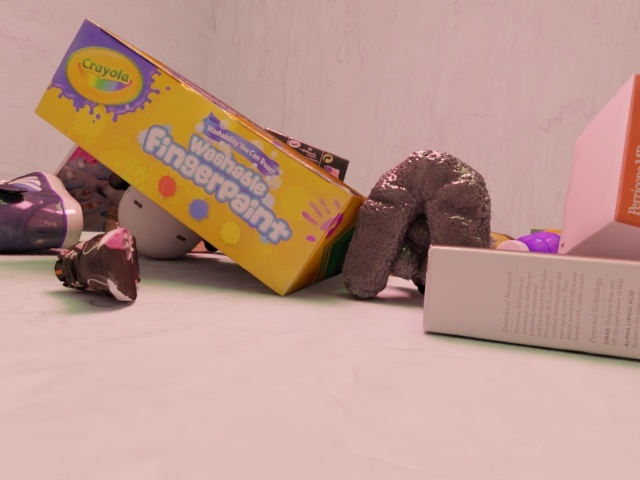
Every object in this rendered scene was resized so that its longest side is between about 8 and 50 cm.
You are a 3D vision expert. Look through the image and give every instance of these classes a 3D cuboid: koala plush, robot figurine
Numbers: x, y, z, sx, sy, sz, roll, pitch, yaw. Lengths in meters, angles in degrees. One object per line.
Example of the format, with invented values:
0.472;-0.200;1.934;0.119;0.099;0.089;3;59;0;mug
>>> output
0.161;0.000;0.669;0.197;0.203;0.221;6;-10;24;koala plush
-0.307;-0.063;0.971;0.209;0.173;0.278;-4;12;-9;robot figurine

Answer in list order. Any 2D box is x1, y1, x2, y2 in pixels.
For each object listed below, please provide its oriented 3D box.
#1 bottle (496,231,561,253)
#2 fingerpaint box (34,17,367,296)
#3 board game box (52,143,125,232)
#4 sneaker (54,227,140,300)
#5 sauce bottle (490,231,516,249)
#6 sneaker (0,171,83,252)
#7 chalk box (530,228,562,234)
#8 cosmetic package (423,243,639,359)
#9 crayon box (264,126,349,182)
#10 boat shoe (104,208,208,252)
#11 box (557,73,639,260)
0.478;0.039;1.004;0.283;0.118;0.092;5;2;-37;bottle
-0.138;-0.114;0.775;0.445;0.163;0.371;35;8;11;fingerpaint box
-0.442;-0.106;1.141;0.390;0.050;0.390;-35;-22;31;board game box
-0.227;0.030;0.476;0.077;0.071;0.178;-8;-2;-18;sneaker
0.379;0.033;1.057;0.345;0.111;0.111;2;3;-39;sauce bottle
-0.601;-0.064;0.855;0.236;0.130;0.323;3;15;-46;sneaker
0.629;0.038;1.238;0.133;0.131;0.213;4;2;-44;chalk box
0.218;0.053;0.446;0.231;0.085;0.117;3;1;16;cosmetic package
-0.078;-0.143;1.162;0.203;0.081;0.318;20;-18;-11;crayon box
-0.365;-0.021;1.139;0.286;0.089;0.105;4;2;-29;boat shoe
0.522;-0.042;0.604;0.346;0.214;0.168;16;-18;9;box
